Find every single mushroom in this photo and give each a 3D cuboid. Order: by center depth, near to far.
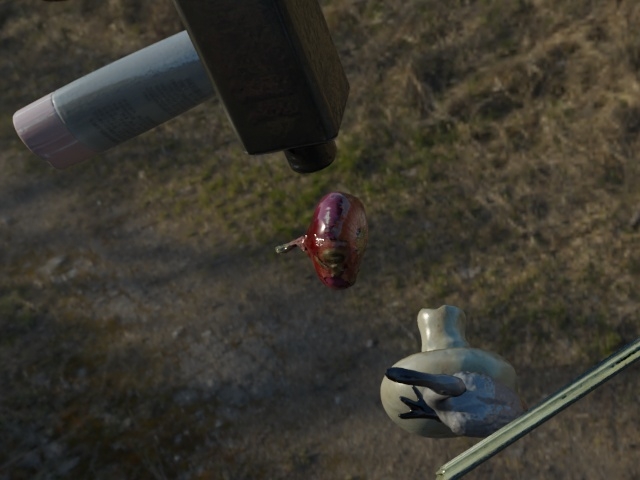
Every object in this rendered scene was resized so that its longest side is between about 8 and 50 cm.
[{"bbox_3d":[0.225,0.233,1.747,0.244,0.243,0.243,-11,35,8],"label":"mushroom"}]

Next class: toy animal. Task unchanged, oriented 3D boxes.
[{"bbox_3d":[0.199,0.229,1.365,0.195,0.324,0.090,2,75,9],"label":"toy animal"}]

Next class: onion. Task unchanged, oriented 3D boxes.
[{"bbox_3d":[0.000,0.000,1.479,0.140,0.150,0.150,0,37,15],"label":"onion"}]

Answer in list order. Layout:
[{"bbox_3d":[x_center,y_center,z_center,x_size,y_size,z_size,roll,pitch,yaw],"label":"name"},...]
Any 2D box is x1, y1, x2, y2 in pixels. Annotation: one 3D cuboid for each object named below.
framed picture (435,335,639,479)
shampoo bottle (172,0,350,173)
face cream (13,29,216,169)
[{"bbox_3d":[0.213,0.137,0.857,0.273,0.216,0.016,-32,76,-4],"label":"framed picture"},{"bbox_3d":[-0.044,-0.154,0.704,0.080,0.246,0.079,-7,39,21],"label":"shampoo bottle"},{"bbox_3d":[-0.177,-0.130,0.895,0.198,0.084,0.057,-21,58,14],"label":"face cream"}]
